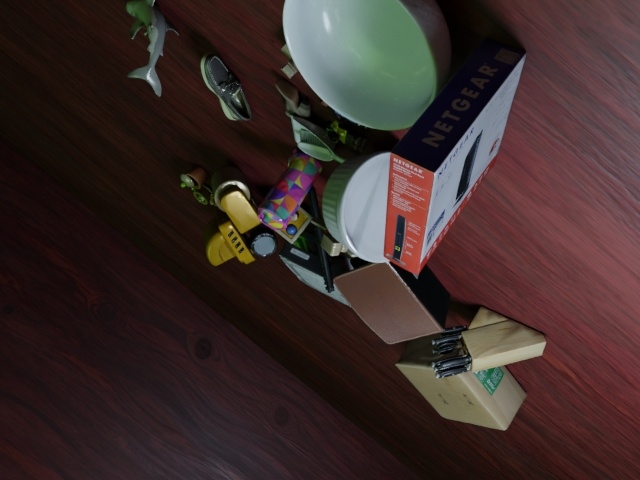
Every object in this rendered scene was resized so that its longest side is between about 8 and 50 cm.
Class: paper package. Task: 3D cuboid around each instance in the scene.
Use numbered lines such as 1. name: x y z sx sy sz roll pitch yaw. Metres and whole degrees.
1. paper package: 0.472 0.465 1.956 0.325 0.168 0.309 49 151 -20

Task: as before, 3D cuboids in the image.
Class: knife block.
1. knife block: 0.464 0.324 1.650 0.276 0.242 0.088 25 153 26

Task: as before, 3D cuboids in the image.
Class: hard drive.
1. hard drive: 0.008 0.127 1.987 0.237 0.064 0.339 25 169 19

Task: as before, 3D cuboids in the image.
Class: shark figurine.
1. shark figurine: -0.426 -0.540 1.529 0.166 0.278 0.116 -24 159 31

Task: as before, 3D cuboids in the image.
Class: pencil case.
1. pencil case: -0.088 -0.142 1.630 0.104 0.236 0.104 23 154 12

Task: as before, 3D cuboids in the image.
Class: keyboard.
1. keyboard: 0.000 0.000 1.742 0.201 0.033 0.317 42 -142 -85

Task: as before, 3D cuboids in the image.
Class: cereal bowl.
1. cereal bowl: 0.102 -0.382 1.090 0.339 0.141 0.339 30 152 18

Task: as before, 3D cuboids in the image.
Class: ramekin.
1. ramekin: 0.125 -0.089 1.413 0.127 0.273 0.273 21 151 53

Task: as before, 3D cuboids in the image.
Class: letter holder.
1. letter holder: 0.207 0.143 1.713 0.214 0.152 0.302 -25 116 36

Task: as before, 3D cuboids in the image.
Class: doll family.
1. doll family: 0.055 -0.285 1.393 0.111 0.076 0.193 35 149 17

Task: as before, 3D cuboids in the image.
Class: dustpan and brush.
1. dustpan and brush: 0.014 -0.240 1.513 0.211 0.060 0.147 19 162 10

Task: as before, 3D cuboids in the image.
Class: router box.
1. router box: 0.239 -0.147 1.070 0.082 0.335 0.301 29 153 21

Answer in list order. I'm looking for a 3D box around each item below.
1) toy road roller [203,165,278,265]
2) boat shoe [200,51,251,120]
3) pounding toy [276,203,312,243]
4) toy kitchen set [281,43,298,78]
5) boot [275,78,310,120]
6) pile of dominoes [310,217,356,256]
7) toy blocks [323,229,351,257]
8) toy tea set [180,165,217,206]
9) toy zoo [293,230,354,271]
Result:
1. toy road roller: -0.311 -0.061 1.960 0.329 0.241 0.202 62 180 -33
2. boat shoe: -0.248 -0.413 1.569 0.073 0.080 0.223 16 152 28
3. pounding toy: -0.097 -0.084 1.856 0.130 0.141 0.100 38 -177 0
4. toy kitchen set: -0.048 -0.415 1.311 0.083 0.068 0.075 45 153 -15
5. boot: -0.075 -0.351 1.482 0.118 0.042 0.087 40 156 -2
6. pile of dominoes: 0.116 -0.006 1.569 0.196 0.251 0.040 45 130 44
7. toy blocks: 0.062 0.005 1.866 0.148 0.054 0.123 -2 133 53
8. toy tea set: -0.411 -0.122 2.187 0.336 0.124 0.200 45 154 -13
9. toy zoo: 0.031 0.065 2.030 0.293 0.030 0.192 23 151 28
